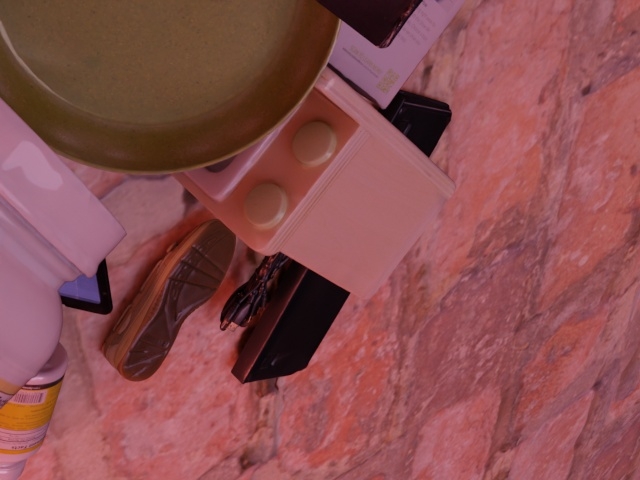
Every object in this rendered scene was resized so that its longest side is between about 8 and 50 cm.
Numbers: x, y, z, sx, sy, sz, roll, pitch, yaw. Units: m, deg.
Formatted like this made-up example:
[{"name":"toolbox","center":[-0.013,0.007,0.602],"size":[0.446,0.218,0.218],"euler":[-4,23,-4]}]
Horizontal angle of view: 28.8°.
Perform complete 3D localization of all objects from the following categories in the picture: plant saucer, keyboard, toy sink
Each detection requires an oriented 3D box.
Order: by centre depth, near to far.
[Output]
[{"name":"plant saucer","center":[-0.105,-0.157,0.765],"size":[0.241,0.037,0.241],"euler":[-5,117,-11]},{"name":"toy sink","center":[-0.028,-0.066,0.938],"size":[0.131,0.153,0.234],"euler":[-52,149,3]},{"name":"keyboard","center":[0.000,0.000,1.155],"size":[0.201,0.033,0.317],"euler":[0,122,-60]}]

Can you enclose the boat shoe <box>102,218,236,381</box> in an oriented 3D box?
[{"name":"boat shoe","center":[-0.128,0.044,1.038],"size":[0.056,0.048,0.153],"euler":[30,92,-46]}]

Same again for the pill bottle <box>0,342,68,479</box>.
[{"name":"pill bottle","center":[-0.239,0.129,0.959],"size":[0.065,0.065,0.116],"euler":[-9,130,-47]}]

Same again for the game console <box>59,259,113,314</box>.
[{"name":"game console","center":[-0.214,0.019,0.871],"size":[0.107,0.071,0.122],"euler":[-31,143,-28]}]

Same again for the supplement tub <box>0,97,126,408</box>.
[{"name":"supplement tub","center":[-0.288,0.042,0.642],"size":[0.331,0.241,0.241],"euler":[-46,148,-8]}]

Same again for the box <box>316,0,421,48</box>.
[{"name":"box","center":[0.101,-0.325,0.613],"size":[0.343,0.179,0.312],"euler":[-54,-176,-25]}]

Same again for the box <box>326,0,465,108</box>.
[{"name":"box","center":[0.079,-0.278,0.944],"size":[0.322,0.058,0.232],"euler":[-52,148,5]}]
